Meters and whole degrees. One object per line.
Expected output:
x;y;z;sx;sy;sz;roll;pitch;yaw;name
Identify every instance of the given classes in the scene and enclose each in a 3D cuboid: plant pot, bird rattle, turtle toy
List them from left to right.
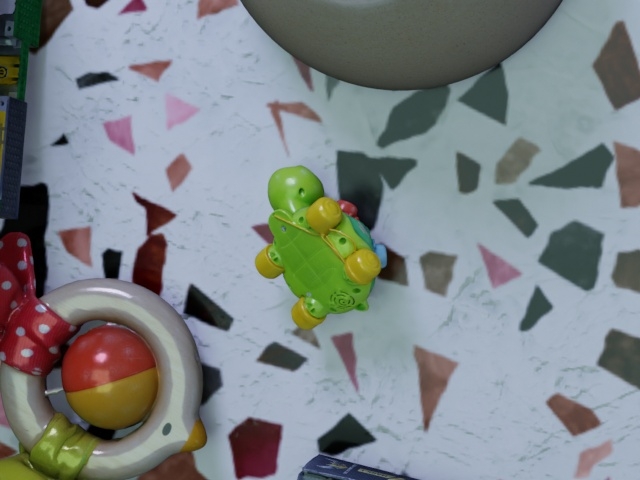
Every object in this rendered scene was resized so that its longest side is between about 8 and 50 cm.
-0.198;0.111;1.372;0.207;0.143;0.253;-15;79;4;bird rattle
0.000;0.000;1.309;0.095;0.066;0.130;-40;82;39;turtle toy
0.044;-0.238;1.195;0.284;0.191;0.284;2;101;12;plant pot

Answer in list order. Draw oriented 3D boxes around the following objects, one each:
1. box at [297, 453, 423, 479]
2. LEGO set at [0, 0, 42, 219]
0.056;0.302;1.331;0.183;0.059;0.232;13;99;14;box
-0.344;-0.145;1.295;0.192;0.255;0.331;3;94;13;LEGO set
